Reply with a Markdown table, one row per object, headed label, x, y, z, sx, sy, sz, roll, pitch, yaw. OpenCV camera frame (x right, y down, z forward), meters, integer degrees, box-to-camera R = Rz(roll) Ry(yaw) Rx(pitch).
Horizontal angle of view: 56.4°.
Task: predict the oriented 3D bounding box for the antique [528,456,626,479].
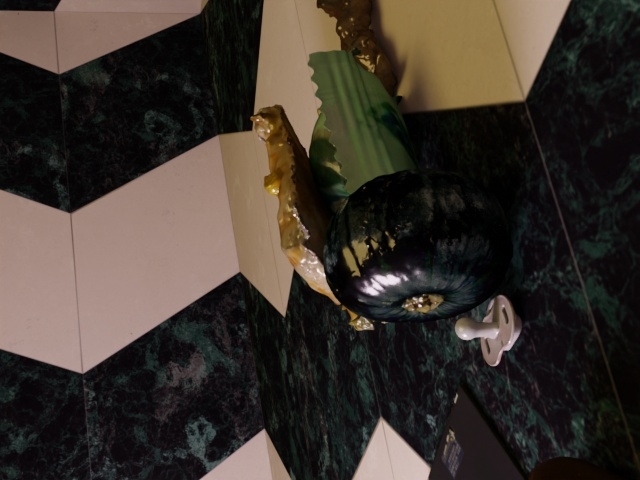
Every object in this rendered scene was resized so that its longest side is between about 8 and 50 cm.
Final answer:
| label | x | y | z | sx | sy | sz | roll | pitch | yaw |
| --- | --- | --- | --- | --- | --- | --- | --- | --- | --- |
| antique | 0.280 | 0.320 | 0.522 | 0.257 | 0.121 | 0.143 | -153 | 51 | -70 |

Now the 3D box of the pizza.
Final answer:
| label | x | y | z | sx | sy | sz | roll | pitch | yaw |
| --- | --- | --- | --- | --- | --- | --- | --- | --- | --- |
| pizza | 0.004 | -0.005 | 1.027 | 0.391 | 0.080 | 0.434 | 58 | -168 | -34 |

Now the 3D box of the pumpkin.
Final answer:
| label | x | y | z | sx | sy | sz | roll | pitch | yaw |
| --- | --- | --- | --- | --- | --- | --- | --- | --- | --- |
| pumpkin | 0.117 | 0.014 | 0.744 | 0.233 | 0.233 | 0.162 | 114 | 150 | -57 |

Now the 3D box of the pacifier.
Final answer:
| label | x | y | z | sx | sy | sz | roll | pitch | yaw |
| --- | --- | --- | --- | --- | --- | --- | --- | --- | --- |
| pacifier | 0.206 | 0.108 | 0.749 | 0.081 | 0.078 | 0.099 | -96 | 11 | -46 |

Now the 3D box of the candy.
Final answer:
| label | x | y | z | sx | sy | sz | roll | pitch | yaw |
| --- | --- | --- | --- | --- | --- | --- | --- | --- | --- |
| candy | 0.067 | -0.087 | 0.994 | 0.397 | 0.172 | 0.262 | 91 | 170 | -62 |

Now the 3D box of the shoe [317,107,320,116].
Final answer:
| label | x | y | z | sx | sy | sz | roll | pitch | yaw |
| --- | --- | --- | --- | --- | --- | --- | --- | --- | --- |
| shoe | 0.030 | -0.258 | 1.174 | 0.069 | 0.072 | 0.109 | 59 | -165 | -19 |

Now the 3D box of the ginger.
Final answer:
| label | x | y | z | sx | sy | sz | roll | pitch | yaw |
| --- | --- | --- | --- | --- | --- | --- | --- | --- | --- |
| ginger | 0.067 | -0.364 | 1.050 | 0.122 | 0.084 | 0.290 | 71 | 178 | -61 |

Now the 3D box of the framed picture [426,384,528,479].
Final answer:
| label | x | y | z | sx | sy | sz | roll | pitch | yaw |
| --- | --- | --- | --- | --- | --- | --- | --- | --- | --- |
| framed picture | 0.248 | 0.408 | 0.821 | 0.338 | 0.014 | 0.255 | -120 | 30 | -51 |
